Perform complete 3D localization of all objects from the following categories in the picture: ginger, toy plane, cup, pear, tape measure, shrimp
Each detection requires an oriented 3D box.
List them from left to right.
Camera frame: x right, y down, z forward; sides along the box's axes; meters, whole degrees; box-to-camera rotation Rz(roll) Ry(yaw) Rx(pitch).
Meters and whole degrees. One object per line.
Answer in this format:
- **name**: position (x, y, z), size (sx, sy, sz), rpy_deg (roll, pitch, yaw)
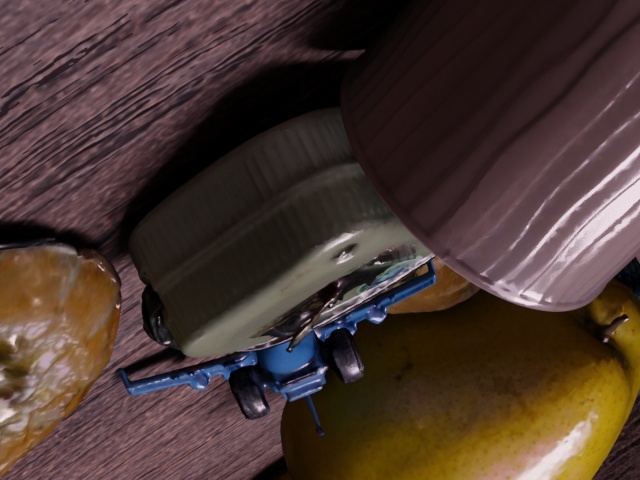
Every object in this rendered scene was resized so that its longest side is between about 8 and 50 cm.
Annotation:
- **shrimp**: position (-0.290, 0.128, 1.003), size (0.445, 0.085, 0.272), rpy_deg (-29, 158, -32)
- **toy plane**: position (-0.025, 0.085, 1.386), size (0.254, 0.105, 0.271), rpy_deg (-21, 159, -1)
- **tape measure**: position (0.000, 0.000, 1.131), size (0.207, 0.115, 0.235), rpy_deg (-37, 166, 32)
- **ginger**: position (0.099, -0.021, 1.379), size (0.131, 0.086, 0.294), rpy_deg (-13, 155, -9)
- **pear**: position (0.125, 0.141, 1.559), size (0.336, 0.285, 0.285), rpy_deg (-55, 159, 14)
- **cup**: position (0.185, -0.121, 1.036), size (0.288, 0.208, 0.273), rpy_deg (-12, 150, -52)

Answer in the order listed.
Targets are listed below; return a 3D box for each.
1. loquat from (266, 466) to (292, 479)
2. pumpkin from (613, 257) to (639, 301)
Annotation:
- **loquat**: position (-0.003, 0.355, 1.999), size (0.213, 0.213, 0.213), rpy_deg (-33, 164, -11)
- **pumpkin**: position (0.255, 0.073, 1.856), size (0.194, 0.150, 0.194), rpy_deg (-13, 168, -3)
